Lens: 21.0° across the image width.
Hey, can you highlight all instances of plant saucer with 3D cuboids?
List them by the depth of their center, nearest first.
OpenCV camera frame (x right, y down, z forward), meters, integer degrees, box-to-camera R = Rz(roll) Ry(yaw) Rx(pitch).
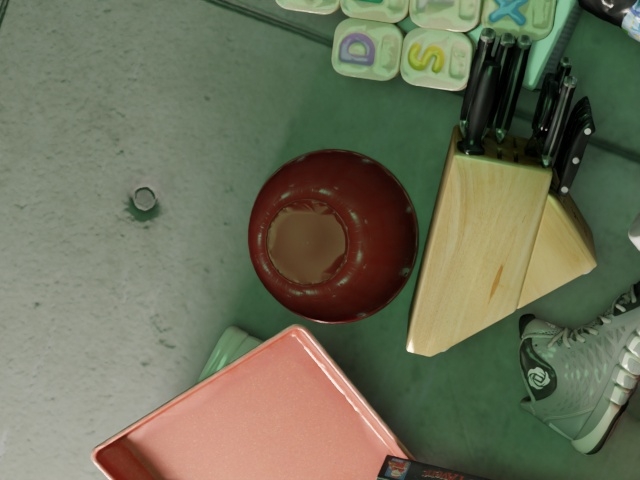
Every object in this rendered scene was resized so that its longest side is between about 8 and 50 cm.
[{"bbox_3d":[-0.053,0.223,1.729,0.258,0.048,0.259,-33,116,13],"label":"plant saucer"}]

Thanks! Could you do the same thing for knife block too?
[{"bbox_3d":[0.147,-0.053,1.644,0.275,0.088,0.242,-30,106,16],"label":"knife block"}]

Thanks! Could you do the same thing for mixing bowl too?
[{"bbox_3d":[0.000,0.000,1.725,0.181,0.098,0.182,1,95,16],"label":"mixing bowl"}]

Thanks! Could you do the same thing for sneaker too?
[{"bbox_3d":[0.261,0.084,1.664,0.132,0.086,0.229,30,102,14],"label":"sneaker"},{"bbox_3d":[-0.105,0.199,1.784,0.094,0.080,0.212,28,100,0],"label":"sneaker"}]

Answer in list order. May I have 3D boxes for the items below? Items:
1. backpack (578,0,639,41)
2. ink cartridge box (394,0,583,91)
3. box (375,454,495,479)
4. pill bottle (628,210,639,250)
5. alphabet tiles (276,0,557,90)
[{"bbox_3d":[0.454,-0.218,1.522,0.355,0.273,0.290,40,96,-3],"label":"backpack"},{"bbox_3d":[0.138,-0.359,1.677,0.324,0.071,0.330,26,102,13],"label":"ink cartridge box"},{"bbox_3d":[0.163,0.312,1.695,0.233,0.044,0.159,13,118,12],"label":"box"},{"bbox_3d":[0.466,0.088,1.487,0.229,0.229,0.408,-42,94,14],"label":"pill bottle"},{"bbox_3d":[0.095,-0.290,1.647,0.277,0.021,0.284,10,100,15],"label":"alphabet tiles"}]
